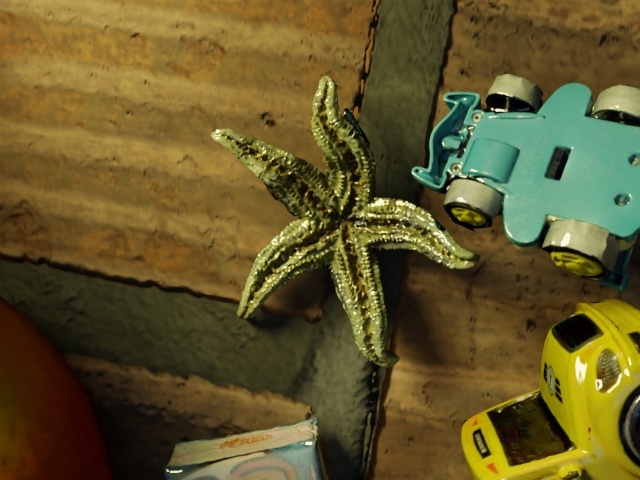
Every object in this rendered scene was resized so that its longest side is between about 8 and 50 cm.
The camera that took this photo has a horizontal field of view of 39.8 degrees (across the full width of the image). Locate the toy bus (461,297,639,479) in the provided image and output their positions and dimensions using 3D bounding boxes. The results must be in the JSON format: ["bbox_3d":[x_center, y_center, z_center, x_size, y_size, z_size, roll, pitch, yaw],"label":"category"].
[{"bbox_3d":[0.185,0.214,0.609,0.151,0.145,0.331,-9,99,4],"label":"toy bus"}]

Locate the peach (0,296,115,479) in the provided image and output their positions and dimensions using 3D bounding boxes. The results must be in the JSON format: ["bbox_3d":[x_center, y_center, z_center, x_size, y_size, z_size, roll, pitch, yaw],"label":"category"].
[{"bbox_3d":[-0.267,0.205,0.545,0.242,0.306,0.381,-19,93,11],"label":"peach"}]

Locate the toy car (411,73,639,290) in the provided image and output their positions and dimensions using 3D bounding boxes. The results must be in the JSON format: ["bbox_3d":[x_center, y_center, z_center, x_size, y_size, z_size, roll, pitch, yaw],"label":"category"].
[{"bbox_3d":[0.154,-0.037,0.612,0.161,0.098,0.126,15,70,26],"label":"toy car"}]

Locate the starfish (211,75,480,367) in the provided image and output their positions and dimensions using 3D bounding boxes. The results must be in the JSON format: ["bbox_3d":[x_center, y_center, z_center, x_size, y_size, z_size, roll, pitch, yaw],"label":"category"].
[{"bbox_3d":[0.000,0.000,0.628,0.176,0.053,0.208,-36,88,16],"label":"starfish"}]

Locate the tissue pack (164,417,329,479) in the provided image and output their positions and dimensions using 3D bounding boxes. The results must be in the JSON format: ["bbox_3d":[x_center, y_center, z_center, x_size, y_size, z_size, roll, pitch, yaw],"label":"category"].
[{"bbox_3d":[-0.041,0.220,0.655,0.115,0.065,0.155,-10,97,1],"label":"tissue pack"}]
